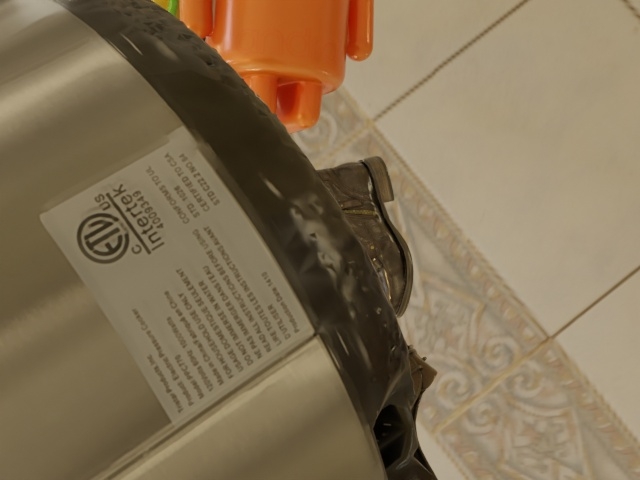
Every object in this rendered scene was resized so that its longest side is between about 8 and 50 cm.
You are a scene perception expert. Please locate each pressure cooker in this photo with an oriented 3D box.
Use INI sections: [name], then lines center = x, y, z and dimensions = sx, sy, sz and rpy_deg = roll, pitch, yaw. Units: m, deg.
[pressure cooker]
center = -0.209, 0.112, 0.543
dimensions = 0.420, 0.376, 0.370
rpy_deg = -34, 50, -25

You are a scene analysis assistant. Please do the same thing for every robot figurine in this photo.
[robot figurine]
center = -0.035, -0.206, 1.072
dimensions = 0.158, 0.128, 0.219
rpy_deg = 2, 86, 11

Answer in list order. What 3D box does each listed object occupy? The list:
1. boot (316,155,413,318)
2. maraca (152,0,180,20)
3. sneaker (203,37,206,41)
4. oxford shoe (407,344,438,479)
[boot]
center = 0.000, 0.000, 1.733
dimensions = 0.229, 0.091, 0.263
rpy_deg = -10, 81, -23
[maraca]
center = -0.219, -0.348, 1.694
dimensions = 0.099, 0.186, 0.127
rpy_deg = 0, 48, -27
[sneaker]
center = -0.180, -0.354, 1.954
dimensions = 0.085, 0.086, 0.237
rpy_deg = -26, 58, 21
[oxford shoe]
center = 0.021, 0.071, 0.748
dimensions = 0.096, 0.083, 0.227
rpy_deg = -20, 89, 15
